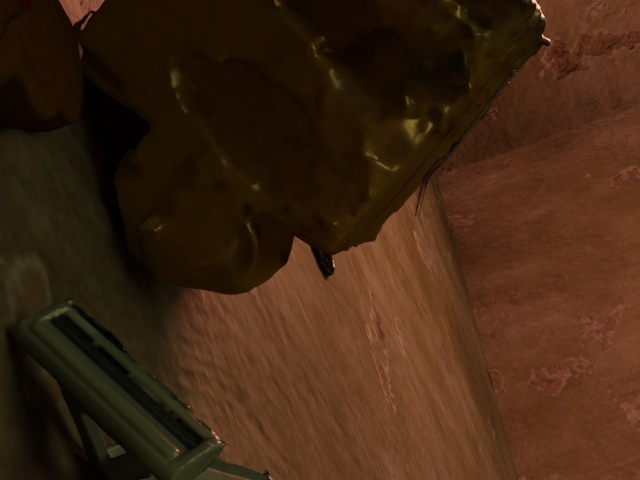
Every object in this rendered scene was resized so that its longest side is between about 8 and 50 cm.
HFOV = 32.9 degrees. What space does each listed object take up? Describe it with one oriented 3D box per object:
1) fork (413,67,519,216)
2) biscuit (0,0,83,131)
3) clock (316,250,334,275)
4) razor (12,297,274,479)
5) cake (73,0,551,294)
[{"bbox_3d":[0.091,-0.065,0.699,0.012,0.115,0.016,36,9,6],"label":"fork"},{"bbox_3d":[-0.190,-0.159,0.496,0.295,0.044,0.186,52,24,-59],"label":"biscuit"},{"bbox_3d":[0.000,0.000,1.254,0.074,0.010,0.083,-67,137,-74],"label":"clock"},{"bbox_3d":[-0.072,0.126,0.594,0.111,0.056,0.278,37,-12,25],"label":"razor"},{"bbox_3d":[-0.020,-0.109,0.733,0.222,0.286,0.227,43,11,7],"label":"cake"}]
